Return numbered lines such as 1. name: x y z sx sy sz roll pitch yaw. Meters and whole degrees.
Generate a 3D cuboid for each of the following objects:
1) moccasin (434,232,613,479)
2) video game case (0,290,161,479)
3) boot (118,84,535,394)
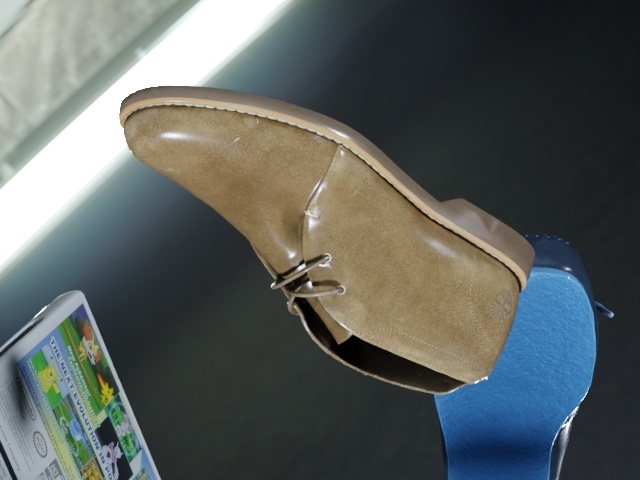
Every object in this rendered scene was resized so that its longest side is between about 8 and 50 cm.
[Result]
1. moccasin: 0.140 0.095 1.524 0.137 0.342 0.117 10 -128 0
2. video game case: -0.240 0.250 1.871 0.036 0.329 0.300 -16 -166 22
3. boot: 0.000 0.000 1.252 0.112 0.305 0.115 -26 -138 59
